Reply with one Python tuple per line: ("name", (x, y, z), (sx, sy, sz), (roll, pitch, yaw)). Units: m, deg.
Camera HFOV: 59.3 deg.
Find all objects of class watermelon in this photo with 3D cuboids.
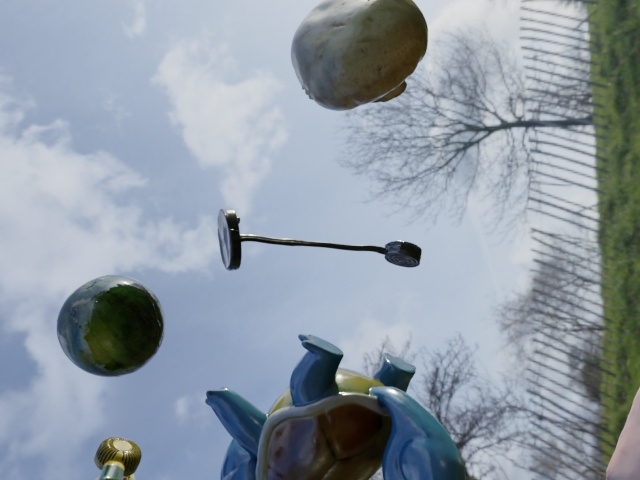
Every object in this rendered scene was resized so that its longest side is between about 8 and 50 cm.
("watermelon", (-0.491, 0.202, 1.334), (0.242, 0.242, 0.242), (-16, -71, -54))

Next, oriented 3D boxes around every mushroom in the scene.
("mushroom", (0.045, -0.222, 0.666), (0.166, 0.166, 0.127), (-58, -42, -32))

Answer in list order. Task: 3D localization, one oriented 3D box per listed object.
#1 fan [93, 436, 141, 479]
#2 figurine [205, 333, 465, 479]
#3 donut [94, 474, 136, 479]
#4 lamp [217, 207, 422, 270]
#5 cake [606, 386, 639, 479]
("fan", (-0.368, 0.406, 1.013), (0.082, 0.155, 0.039), (23, -85, -13))
("figurine", (0.018, 0.271, 0.818), (0.298, 0.416, 0.242), (14, -119, -44))
("donut", (-0.484, 0.579, 1.261), (0.068, 0.175, 0.174), (50, -131, -10))
("lamp", (-0.008, 0.034, 1.006), (0.130, 0.371, 0.108), (130, 152, -63))
("cake", (0.384, 0.167, 0.377), (0.307, 0.314, 0.293), (43, -112, -40))
